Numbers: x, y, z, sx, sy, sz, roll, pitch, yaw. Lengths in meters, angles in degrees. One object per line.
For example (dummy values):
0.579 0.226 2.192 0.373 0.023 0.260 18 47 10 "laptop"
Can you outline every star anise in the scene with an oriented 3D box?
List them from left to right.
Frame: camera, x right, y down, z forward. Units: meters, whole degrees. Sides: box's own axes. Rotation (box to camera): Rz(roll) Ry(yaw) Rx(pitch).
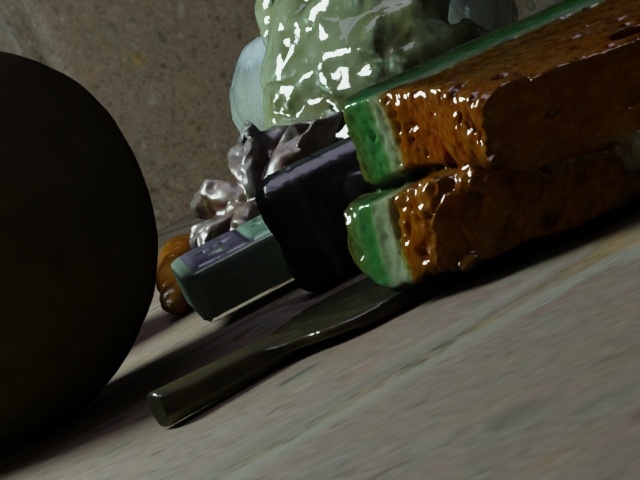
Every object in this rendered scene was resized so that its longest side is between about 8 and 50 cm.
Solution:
-0.048 -0.031 1.638 0.195 0.065 0.182 -16 46 35 "star anise"

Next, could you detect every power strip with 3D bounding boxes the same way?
0.000 0.000 1.502 0.215 0.061 0.145 -28 12 -6 "power strip"

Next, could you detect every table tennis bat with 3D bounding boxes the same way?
0.005 0.047 1.157 0.234 0.022 0.131 -26 6 -22 "table tennis bat"

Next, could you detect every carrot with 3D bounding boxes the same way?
-0.125 0.031 1.823 0.059 0.059 0.248 -27 7 2 "carrot"

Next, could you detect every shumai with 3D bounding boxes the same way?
0.023 -0.158 1.784 0.304 0.263 0.309 -28 5 -38 "shumai"

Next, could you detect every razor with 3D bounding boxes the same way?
0.034 -0.031 1.401 0.148 0.090 0.054 -27 -7 -1 "razor"

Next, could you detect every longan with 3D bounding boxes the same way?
-0.250 0.014 1.386 0.297 0.297 0.297 -27 5 2 "longan"

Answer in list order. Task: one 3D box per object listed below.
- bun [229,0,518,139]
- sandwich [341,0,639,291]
0.066 -0.181 2.194 0.354 0.194 0.354 -25 3 1 "bun"
0.138 -0.072 1.093 0.292 0.109 0.212 -23 6 10 "sandwich"
